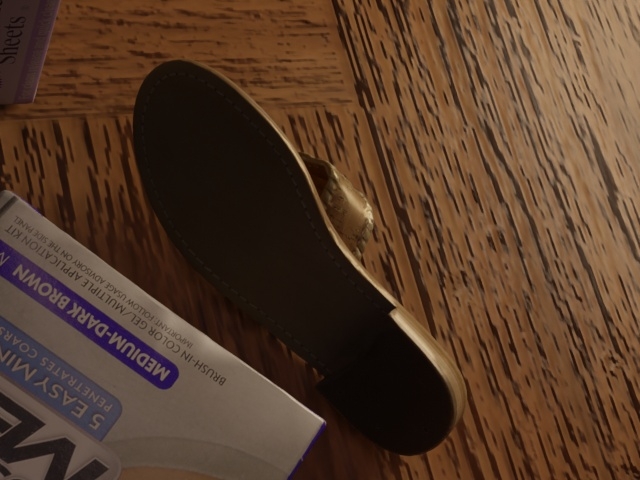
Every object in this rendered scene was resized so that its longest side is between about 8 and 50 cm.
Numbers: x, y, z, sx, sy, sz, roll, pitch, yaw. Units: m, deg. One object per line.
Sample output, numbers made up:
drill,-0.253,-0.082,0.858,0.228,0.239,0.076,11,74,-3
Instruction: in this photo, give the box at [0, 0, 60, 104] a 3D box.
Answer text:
box,-0.139,-0.176,0.711,0.067,0.324,0.063,-2,61,-23

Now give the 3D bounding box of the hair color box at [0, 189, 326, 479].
hair color box,-0.165,0.162,0.651,0.185,0.110,0.339,36,58,-1

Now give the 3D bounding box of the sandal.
sandal,-0.005,0.004,0.831,0.240,0.088,0.079,51,26,2
